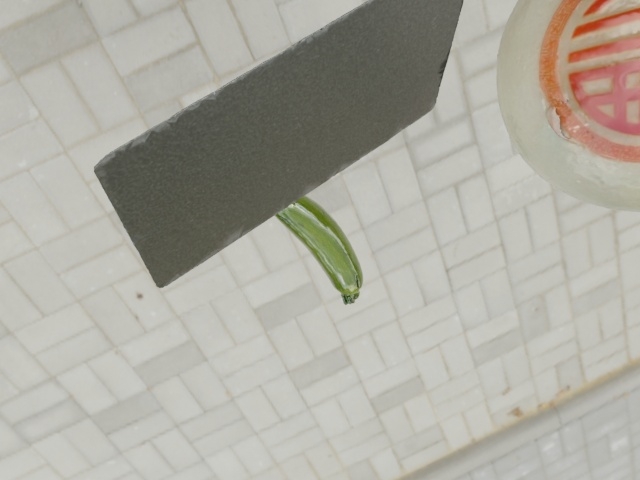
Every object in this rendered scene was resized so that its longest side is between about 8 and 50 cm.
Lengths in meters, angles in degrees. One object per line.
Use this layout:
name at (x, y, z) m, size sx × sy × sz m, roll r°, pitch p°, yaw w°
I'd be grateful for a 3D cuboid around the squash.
squash at (0.003, 0.000, 1.220) m, size 0.080 × 0.071 × 0.318 m, roll -16°, pitch 130°, yaw 30°

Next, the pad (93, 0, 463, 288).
pad at (-0.009, -0.058, 0.367) m, size 0.211 × 0.003 × 0.143 m, roll -35°, pitch 160°, yaw -16°

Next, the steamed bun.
steamed bun at (0.304, -0.165, 0.655) m, size 0.282 × 0.177 × 0.283 m, roll 4°, pitch 100°, yaw 21°
